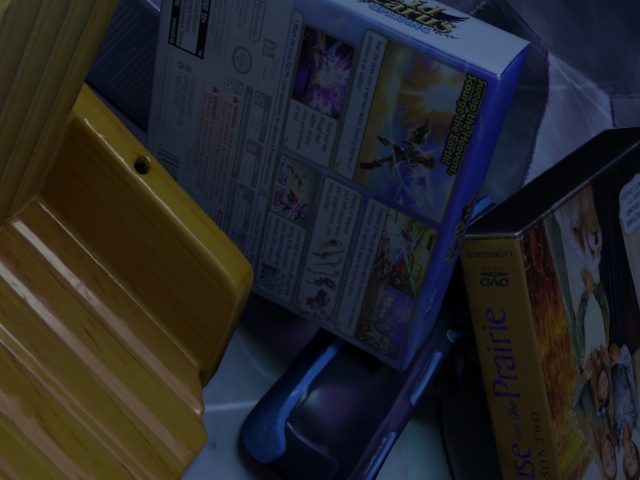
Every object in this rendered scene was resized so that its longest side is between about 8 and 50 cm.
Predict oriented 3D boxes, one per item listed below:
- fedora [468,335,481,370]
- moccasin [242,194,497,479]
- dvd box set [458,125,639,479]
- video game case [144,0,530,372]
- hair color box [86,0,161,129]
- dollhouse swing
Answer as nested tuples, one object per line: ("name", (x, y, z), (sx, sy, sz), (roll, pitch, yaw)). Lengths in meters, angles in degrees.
("fedora", (0.179, 0.082, 1.121), (0.194, 0.079, 0.194), (12, 90, -68))
("moccasin", (0.067, 0.094, 1.015), (0.117, 0.137, 0.342), (48, 56, -4))
("dvd box set", (0.250, 0.140, 1.062), (0.307, 0.062, 0.420), (-30, 113, -49))
("video game case", (-0.006, -0.066, 0.857), (0.244, 0.269, 0.061), (28, 42, 16))
("hair color box", (-0.186, -0.260, 0.990), (0.374, 0.113, 0.185), (41, 44, -18))
("dollhouse swing", (-0.150, 0.037, 0.700), (0.315, 0.305, 0.347), (47, 42, -10))
